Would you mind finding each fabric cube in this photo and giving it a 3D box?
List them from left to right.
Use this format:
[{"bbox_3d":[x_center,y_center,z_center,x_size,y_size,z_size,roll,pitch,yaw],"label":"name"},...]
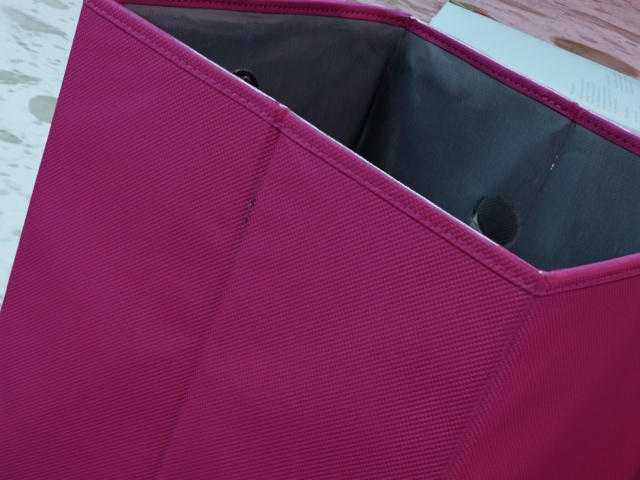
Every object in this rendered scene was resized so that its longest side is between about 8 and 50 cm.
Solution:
[{"bbox_3d":[0.019,0.047,0.577,0.259,0.258,0.254,35,27,30],"label":"fabric cube"}]

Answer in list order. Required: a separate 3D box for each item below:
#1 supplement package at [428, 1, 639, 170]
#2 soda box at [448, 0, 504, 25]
[{"bbox_3d":[0.184,-0.061,1.048,0.263,0.198,0.199,23,23,4],"label":"supplement package"},{"bbox_3d":[0.267,-0.333,1.923,0.058,0.061,0.181,7,26,-33],"label":"soda box"}]
